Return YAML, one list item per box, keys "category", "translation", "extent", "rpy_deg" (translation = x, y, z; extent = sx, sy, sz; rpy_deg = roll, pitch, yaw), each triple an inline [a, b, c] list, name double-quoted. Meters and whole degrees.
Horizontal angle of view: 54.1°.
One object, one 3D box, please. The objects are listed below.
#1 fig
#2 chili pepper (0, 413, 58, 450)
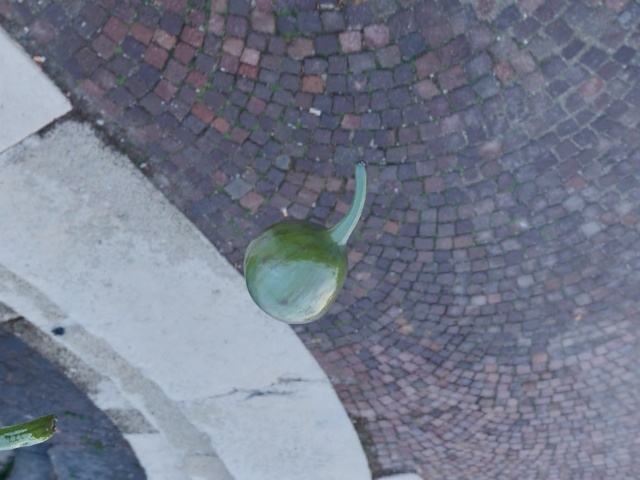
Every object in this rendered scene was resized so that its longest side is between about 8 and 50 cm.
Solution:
- category: "fig"
  translation: [0.000, 0.000, 0.846]
  extent: [0.149, 0.149, 0.245]
  rpy_deg: [33, 112, -26]
- category: "chili pepper"
  translation: [-0.560, 0.342, 1.102]
  extent: [0.202, 0.051, 0.050]
  rpy_deg: [8, -179, -41]
